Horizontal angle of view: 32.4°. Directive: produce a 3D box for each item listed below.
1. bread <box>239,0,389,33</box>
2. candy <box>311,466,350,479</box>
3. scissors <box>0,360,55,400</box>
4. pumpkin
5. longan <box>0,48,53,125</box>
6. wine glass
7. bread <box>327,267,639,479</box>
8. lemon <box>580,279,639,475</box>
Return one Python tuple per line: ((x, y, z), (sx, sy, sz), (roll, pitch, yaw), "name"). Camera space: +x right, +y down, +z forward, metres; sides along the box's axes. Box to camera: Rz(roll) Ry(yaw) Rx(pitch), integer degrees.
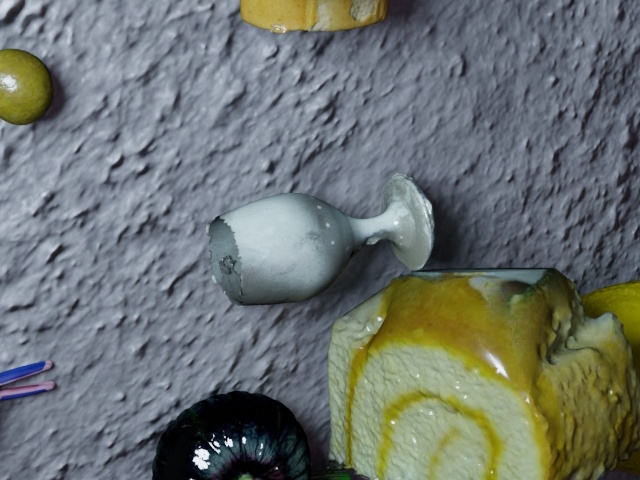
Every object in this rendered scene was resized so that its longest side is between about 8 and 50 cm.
((-0.003, -0.253, 1.099), (0.149, 0.122, 0.073), (-13, 119, -24), "bread")
((-0.038, 0.394, 1.479), (0.141, 0.078, 0.203), (-2, 112, -28), "candy")
((-0.349, 0.160, 1.210), (0.113, 0.012, 0.039), (-11, 121, -23), "scissors")
((-0.107, 0.280, 1.334), (0.202, 0.140, 0.202), (-3, 97, -21), "pumpkin")
((-0.292, -0.144, 1.040), (0.083, 0.075, 0.075), (-11, 134, 28), "longan")
((0.000, 0.000, 1.245), (0.241, 0.126, 0.126), (-11, 121, -23), "wine glass")
((0.164, 0.152, 1.327), (0.239, 0.395, 0.264), (-18, 101, -41), "bread")
((0.456, 0.184, 1.494), (0.268, 0.322, 0.268), (4, 85, -54), "lemon")
